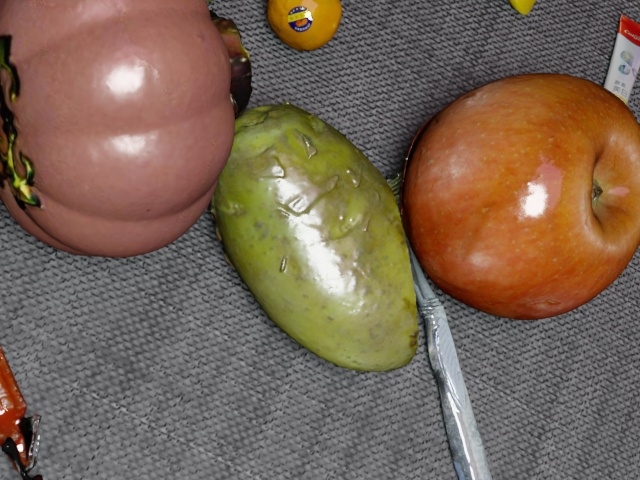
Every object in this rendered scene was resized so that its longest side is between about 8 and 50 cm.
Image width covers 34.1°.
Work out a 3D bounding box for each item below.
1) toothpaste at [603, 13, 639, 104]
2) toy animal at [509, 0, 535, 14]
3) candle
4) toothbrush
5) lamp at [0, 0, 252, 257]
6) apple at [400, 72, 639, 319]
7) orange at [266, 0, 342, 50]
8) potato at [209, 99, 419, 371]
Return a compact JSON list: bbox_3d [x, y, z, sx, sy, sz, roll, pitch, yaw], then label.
[{"bbox_3d":[0.364,-0.194,1.268,0.048,0.031,0.190,26,66,-8],"label":"toothpaste"},{"bbox_3d":[0.252,-0.398,1.230,0.156,0.156,0.229,33,77,-9],"label":"toy animal"},{"bbox_3d":[-0.328,0.089,0.931,0.084,0.059,0.301,-28,84,-12],"label":"candle"},{"bbox_3d":[0.129,0.125,1.095,0.035,0.042,0.413,-12,82,-22],"label":"toothbrush"},{"bbox_3d":[-0.185,-0.135,0.915,0.240,0.305,0.305,-18,82,-34],"label":"lamp"},{"bbox_3d":[0.217,-0.047,1.065,0.272,0.206,0.251,-12,86,-42],"label":"apple"},{"bbox_3d":[-0.017,-0.245,1.116,0.084,0.083,0.083,5,74,-18],"label":"orange"},{"bbox_3d":[0.000,0.000,1.031,0.176,0.141,0.298,-32,95,-12],"label":"potato"}]
